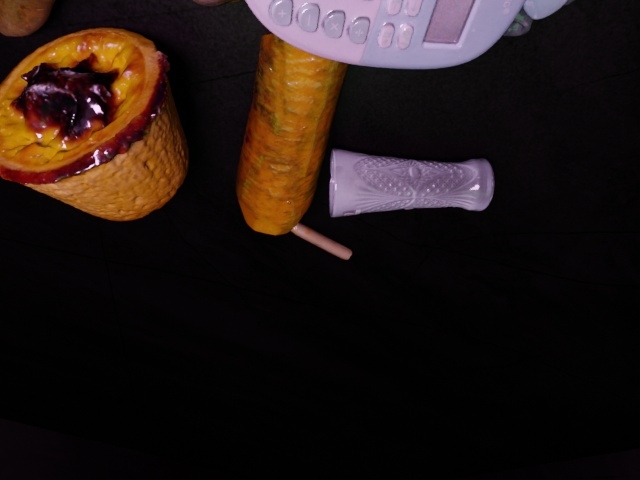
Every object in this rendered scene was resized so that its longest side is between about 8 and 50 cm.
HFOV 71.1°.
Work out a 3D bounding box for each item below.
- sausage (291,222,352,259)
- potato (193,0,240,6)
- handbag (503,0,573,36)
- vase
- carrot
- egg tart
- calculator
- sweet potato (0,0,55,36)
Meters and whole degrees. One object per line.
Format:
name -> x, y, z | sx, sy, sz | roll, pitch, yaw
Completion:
sausage -> 0.000, 0.000, 0.779 | 0.132, 0.024, 0.024 | 27, 134, -28
potato -> -0.061, -0.288, 0.360 | 0.154, 0.137, 0.200 | -16, 145, -20
handbag -> 0.206, -0.313, 0.354 | 0.247, 0.079, 0.260 | -14, 138, 20
vase -> 0.124, -0.079, 0.630 | 0.219, 0.096, 0.096 | 1, 140, -2
carrot -> -0.042, -0.131, 0.559 | 0.114, 0.114, 0.302 | 10, 137, -8
egg tart -> -0.252, -0.128, 0.520 | 0.215, 0.215, 0.171 | -4, 155, 8
calculator -> 0.081, -0.223, 0.349 | 0.295, 0.042, 0.184 | -3, 143, -14
sweet potato -> -0.268, -0.270, 0.434 | 0.244, 0.077, 0.077 | -29, 131, 30
